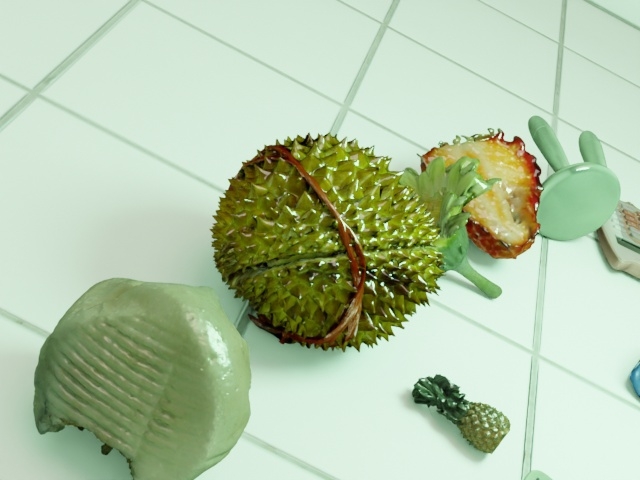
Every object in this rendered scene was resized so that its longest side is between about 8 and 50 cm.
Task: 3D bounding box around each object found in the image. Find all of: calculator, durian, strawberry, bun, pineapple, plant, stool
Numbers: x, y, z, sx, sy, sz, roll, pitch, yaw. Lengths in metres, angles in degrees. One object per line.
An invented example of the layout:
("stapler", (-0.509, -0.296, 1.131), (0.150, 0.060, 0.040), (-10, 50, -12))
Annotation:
("calculator", (0.709, 0.003, 2.306), (0.220, 0.048, 0.330), (24, 33, -6))
("durian", (0.003, 0.004, 1.578), (0.348, 0.348, 0.384), (51, 20, 28))
("strawberry", (0.336, -0.084, 2.064), (0.253, 0.150, 0.280), (-32, 67, -32))
("bun", (-0.205, 0.168, 1.288), (0.281, 0.282, 0.205), (34, 10, 6))
("pineapple", (0.214, 0.263, 1.601), (0.159, 0.074, 0.074), (33, 35, 11))
("plant", (0.191, -0.016, 1.875), (0.261, 0.306, 0.297), (26, -14, 33))
("stool", (0.514, -0.133, 2.203), (0.195, 0.195, 0.199), (12, 37, -23))

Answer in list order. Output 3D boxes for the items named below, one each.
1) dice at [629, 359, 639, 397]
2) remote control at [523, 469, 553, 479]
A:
("dice", (0.664, 0.237, 1.888), (0.143, 0.146, 0.146), (44, 37, 17))
("remote control", (0.278, 0.429, 1.463), (0.090, 0.038, 0.309), (40, 35, 14))
